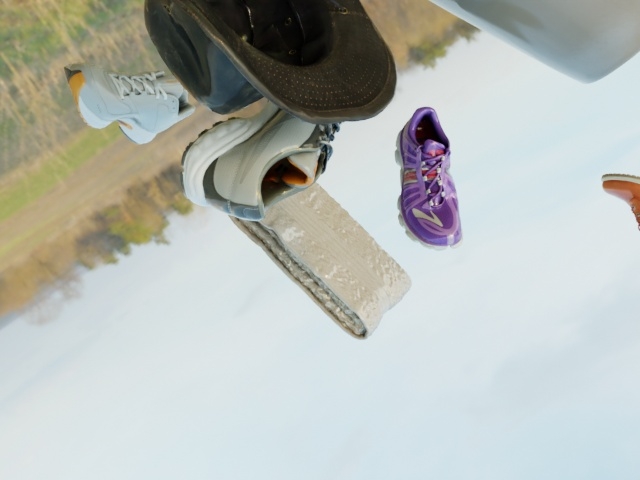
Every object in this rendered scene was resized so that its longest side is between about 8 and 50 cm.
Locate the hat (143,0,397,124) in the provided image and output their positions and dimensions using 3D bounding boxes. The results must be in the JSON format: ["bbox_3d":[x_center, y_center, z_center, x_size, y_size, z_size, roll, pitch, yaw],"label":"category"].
[{"bbox_3d":[-0.086,-0.214,0.808,0.134,0.331,0.331,-40,-176,34],"label":"hat"}]

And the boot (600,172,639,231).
[{"bbox_3d":[0.473,-0.045,1.244,0.059,0.158,0.084,18,99,-54],"label":"boot"}]

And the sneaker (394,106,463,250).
[{"bbox_3d":[0.115,-0.069,0.912,0.068,0.170,0.071,-6,153,-9],"label":"sneaker"}]

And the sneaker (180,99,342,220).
[{"bbox_3d":[-0.019,-0.111,0.894,0.271,0.108,0.100,-45,149,-27],"label":"sneaker"}]

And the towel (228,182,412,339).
[{"bbox_3d":[0.000,0.000,1.191,0.049,0.282,0.187,-49,174,32],"label":"towel"}]

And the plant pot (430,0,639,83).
[{"bbox_3d":[0.240,-0.323,0.858,0.323,0.280,0.323,-48,-176,4],"label":"plant pot"}]

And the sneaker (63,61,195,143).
[{"bbox_3d":[-0.274,-0.221,1.253,0.121,0.099,0.262,-22,174,12],"label":"sneaker"}]
